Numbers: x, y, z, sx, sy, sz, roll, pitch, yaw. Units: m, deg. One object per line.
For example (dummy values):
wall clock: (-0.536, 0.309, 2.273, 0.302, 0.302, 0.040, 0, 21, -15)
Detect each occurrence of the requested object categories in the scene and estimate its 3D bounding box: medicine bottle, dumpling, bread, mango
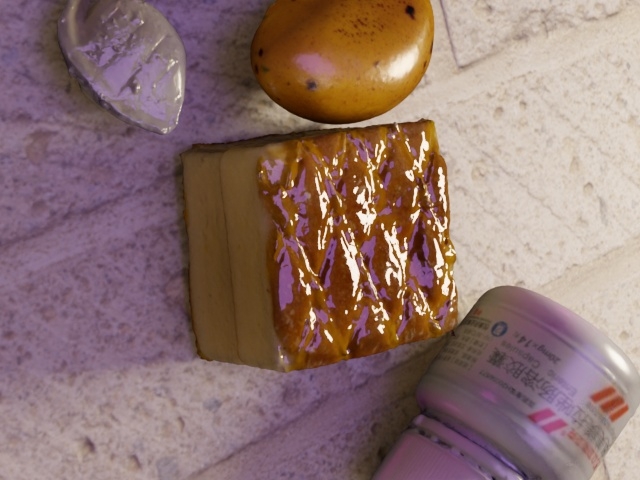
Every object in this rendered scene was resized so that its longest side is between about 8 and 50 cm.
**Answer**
medicine bottle: (0.236, 0.248, 1.786, 0.256, 0.256, 0.325, 45, 75, -28)
dumpling: (-0.227, -0.202, 1.528, 0.150, 0.092, 0.176, -8, 95, -38)
bread: (0.000, 0.000, 1.632, 0.279, 0.207, 0.279, -7, 97, -35)
mango: (0.028, -0.235, 1.650, 0.290, 0.160, 0.191, -35, 98, -43)
